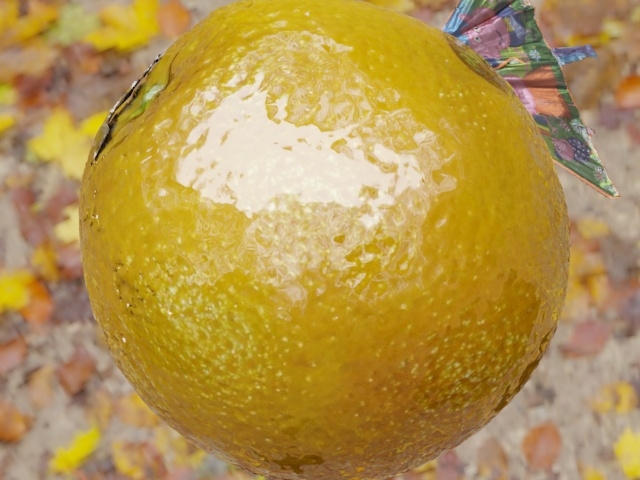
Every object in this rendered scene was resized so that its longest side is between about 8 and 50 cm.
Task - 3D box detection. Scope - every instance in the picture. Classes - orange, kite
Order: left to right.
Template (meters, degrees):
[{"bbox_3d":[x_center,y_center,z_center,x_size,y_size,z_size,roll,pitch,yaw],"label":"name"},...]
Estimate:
[{"bbox_3d":[0.000,0.000,1.046,0.274,0.274,0.274,-7,52,9],"label":"orange"},{"bbox_3d":[0.196,-0.175,1.941,0.234,0.016,0.321,-8,66,-32],"label":"kite"}]
